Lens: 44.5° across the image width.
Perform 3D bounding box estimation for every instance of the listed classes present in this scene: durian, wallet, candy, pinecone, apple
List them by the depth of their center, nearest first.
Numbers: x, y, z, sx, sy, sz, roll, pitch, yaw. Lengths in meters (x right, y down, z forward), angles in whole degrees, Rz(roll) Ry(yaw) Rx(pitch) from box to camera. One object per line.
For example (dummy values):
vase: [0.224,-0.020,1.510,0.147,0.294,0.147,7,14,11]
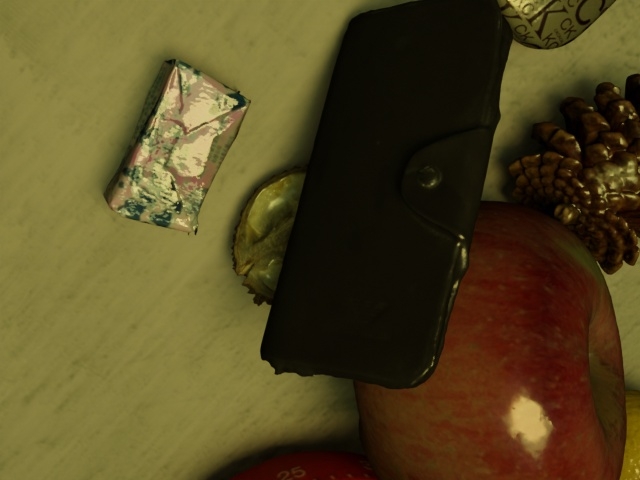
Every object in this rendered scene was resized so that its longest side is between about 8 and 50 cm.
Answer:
wallet: [0.060,-0.048,0.723,0.051,0.197,0.377,29,71,-48]
candy: [-0.141,-0.090,0.776,0.092,0.073,0.160,23,98,-23]
apple: [0.156,0.131,0.802,0.269,0.345,0.344,-7,115,31]
durian: [0.000,0.000,0.825,0.188,0.148,0.091,-24,154,14]
pinecone: [0.327,-0.084,0.868,0.212,0.168,0.185,-36,111,-4]

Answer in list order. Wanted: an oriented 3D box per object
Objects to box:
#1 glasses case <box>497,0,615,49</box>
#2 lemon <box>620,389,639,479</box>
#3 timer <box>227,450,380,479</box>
glasses case: [0.315,-0.358,0.827,0.137,0.085,0.354,41,92,-22]
lemon: [0.396,0.289,0.999,0.178,0.178,0.203,28,109,-22]
timer: [0.006,0.428,0.868,0.378,0.279,0.378,-5,107,-18]
